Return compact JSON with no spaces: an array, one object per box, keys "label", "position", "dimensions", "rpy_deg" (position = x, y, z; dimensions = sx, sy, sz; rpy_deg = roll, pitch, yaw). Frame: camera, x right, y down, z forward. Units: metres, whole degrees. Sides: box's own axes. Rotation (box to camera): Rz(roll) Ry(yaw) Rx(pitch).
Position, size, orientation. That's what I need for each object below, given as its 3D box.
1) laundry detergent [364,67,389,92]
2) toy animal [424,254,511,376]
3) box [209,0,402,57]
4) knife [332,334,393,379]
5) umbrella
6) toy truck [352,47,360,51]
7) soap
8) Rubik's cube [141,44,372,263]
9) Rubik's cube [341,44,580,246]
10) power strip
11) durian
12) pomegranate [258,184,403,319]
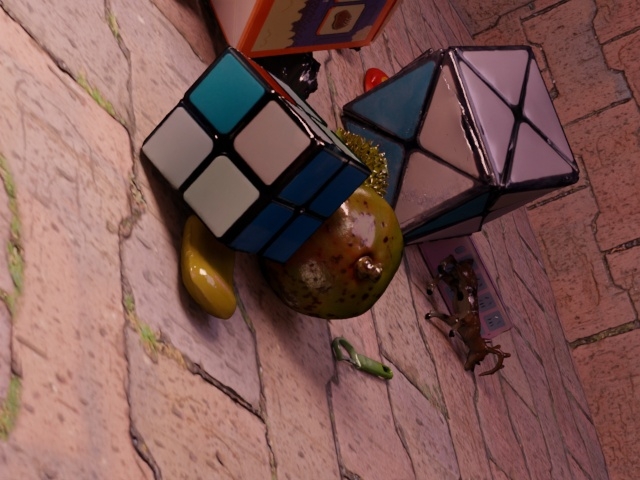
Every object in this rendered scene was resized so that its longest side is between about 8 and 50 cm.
[{"label":"laundry detergent","position":[0.126,-0.311,2.457],"dimensions":[0.097,0.049,0.165],"rpy_deg":[51,24,-24]},{"label":"toy animal","position":[0.304,0.153,2.279],"dimensions":[0.260,0.087,0.243],"rpy_deg":[11,82,-54]},{"label":"box","position":[-0.028,-0.500,1.629],"dimensions":[0.257,0.318,0.348],"rpy_deg":[-12,64,-27]},{"label":"knife","position":[0.065,0.181,1.743],"dimensions":[0.212,0.015,0.054],"rpy_deg":[33,30,-59]},{"label":"umbrella","position":[-0.115,-0.362,1.774],"dimensions":[0.340,0.118,0.118],"rpy_deg":[58,17,6]},{"label":"toy truck","position":[0.046,-0.533,2.382],"dimensions":[0.127,0.127,0.257],"rpy_deg":[24,49,-66]},{"label":"soap","position":[-0.130,0.030,1.314],"dimensions":[0.089,0.045,0.140],"rpy_deg":[48,23,-36]},{"label":"Rubik's cube","position":[-0.075,-0.097,1.348],"dimensions":[0.180,0.167,0.183],"rpy_deg":[49,10,23]},{"label":"Rubik's cube","position":[0.263,-0.181,2.170],"dimensions":[0.310,0.305,0.306],"rpy_deg":[-9,78,-47]},{"label":"power strip","position":[0.308,0.093,2.386],"dimensions":[0.278,0.109,0.037],"rpy_deg":[62,14,-13]},{"label":"durian","position":[0.080,-0.104,2.007],"dimensions":[0.137,0.096,0.220],"rpy_deg":[51,30,-39]},{"label":"pomegranate","position":[0.005,-0.012,1.522],"dimensions":[0.198,0.198,0.246],"rpy_deg":[46,24,-49]}]
